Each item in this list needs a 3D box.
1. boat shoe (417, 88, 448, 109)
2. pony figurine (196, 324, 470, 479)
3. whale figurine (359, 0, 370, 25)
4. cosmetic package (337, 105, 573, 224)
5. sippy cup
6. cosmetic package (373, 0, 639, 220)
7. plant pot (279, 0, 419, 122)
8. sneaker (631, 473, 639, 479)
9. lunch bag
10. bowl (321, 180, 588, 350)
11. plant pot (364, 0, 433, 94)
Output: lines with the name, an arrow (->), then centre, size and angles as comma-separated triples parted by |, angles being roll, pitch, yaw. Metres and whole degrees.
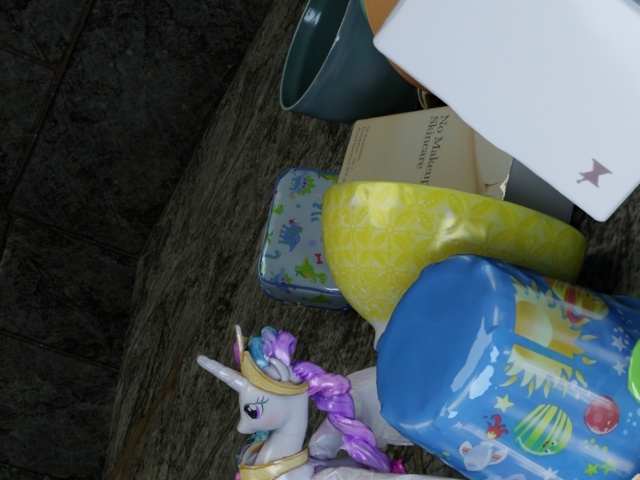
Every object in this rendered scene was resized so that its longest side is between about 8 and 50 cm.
boat shoe -> 0.192, -0.208, 1.689 | 0.109, 0.098, 0.302 | -41, 32, 57
pony figurine -> 0.031, 0.268, 1.309 | 0.303, 0.351, 0.363 | -114, 29, -72
whale figurine -> 0.154, -0.372, 1.672 | 0.272, 0.141, 0.216 | -39, -37, -43
cosmetic package -> 0.158, -0.071, 1.458 | 0.309, 0.113, 0.160 | -4, 66, 53
sippy cup -> 0.178, 0.124, 1.056 | 0.305, 0.224, 0.240 | -46, 33, 30
cosmetic package -> 0.250, -0.237, 1.040 | 0.161, 0.230, 0.453 | -53, -1, 40
plant pot -> 0.081, -0.317, 1.997 | 0.293, 0.196, 0.293 | -58, 20, 35
sneaker -> 0.297, 0.202, 0.912 | 0.215, 0.084, 0.083 | -58, 25, 29
lunch bag -> 0.000, 0.000, 1.920 | 0.090, 0.176, 0.219 | 83, -164, -65
bowl -> 0.128, 0.052, 1.277 | 0.289, 0.289, 0.156 | 163, 120, -69
plant pot -> 0.225, -0.325, 1.473 | 0.203, 0.291, 0.291 | 4, 73, 56
